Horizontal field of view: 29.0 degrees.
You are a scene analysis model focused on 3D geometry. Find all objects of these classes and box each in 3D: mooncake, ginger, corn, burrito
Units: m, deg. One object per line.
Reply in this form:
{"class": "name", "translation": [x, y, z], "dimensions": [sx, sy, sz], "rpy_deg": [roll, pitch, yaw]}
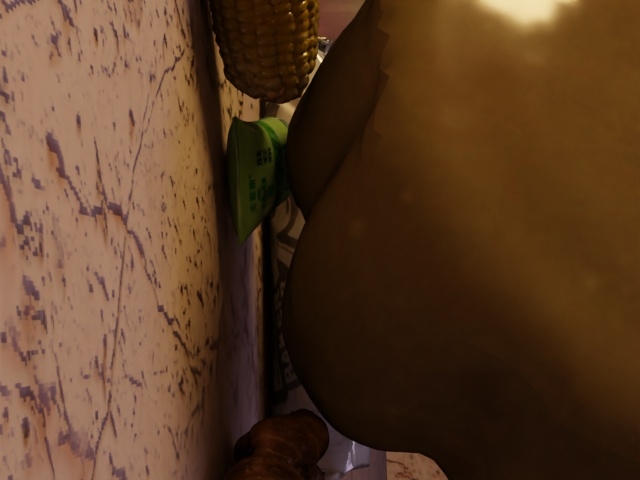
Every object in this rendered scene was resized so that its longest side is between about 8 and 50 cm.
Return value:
{"class": "mooncake", "translation": [0.198, -0.020, 0.904], "dimensions": [0.262, 0.467, 0.467], "rpy_deg": [123, -28, -58]}
{"class": "ginger", "translation": [-0.035, 0.176, 0.893], "dimensions": [0.162, 0.073, 0.103], "rpy_deg": [89, 15, -57]}
{"class": "corn", "translation": [-0.045, -0.247, 0.838], "dimensions": [0.097, 0.097, 0.320], "rpy_deg": [-82, 170, -62]}
{"class": "burrito", "translation": [0.000, 0.000, 1.152], "dimensions": [0.139, 0.101, 0.445], "rpy_deg": [32, 56, -78]}

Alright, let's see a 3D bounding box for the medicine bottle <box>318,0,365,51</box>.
{"class": "medicine bottle", "translation": [0.084, -0.221, 1.312], "dimensions": [0.256, 0.256, 0.325], "rpy_deg": [1, 94, -85]}

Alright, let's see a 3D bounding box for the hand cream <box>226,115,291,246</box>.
{"class": "hand cream", "translation": [-0.046, -0.057, 0.975], "dimensions": [0.175, 0.046, 0.095], "rpy_deg": [-56, 146, -78]}
